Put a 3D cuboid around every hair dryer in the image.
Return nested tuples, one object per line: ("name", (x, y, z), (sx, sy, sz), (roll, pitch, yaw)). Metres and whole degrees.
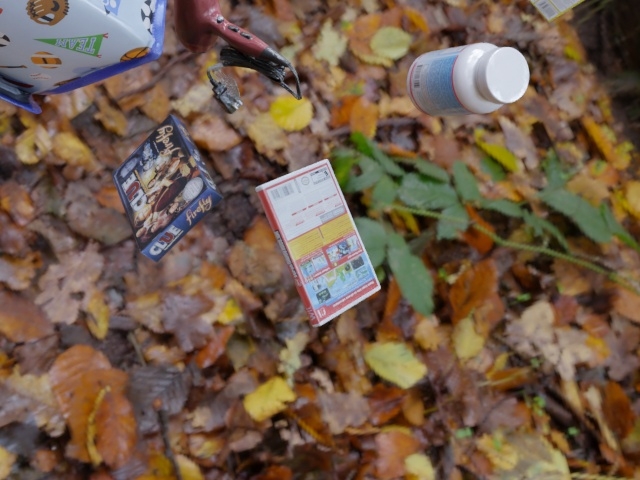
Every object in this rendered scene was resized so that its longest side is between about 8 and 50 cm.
("hair dryer", (-0.150, -0.354, 1.539), (0.294, 0.223, 0.080), (56, 51, -25))

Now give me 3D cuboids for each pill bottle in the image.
("pill bottle", (0.185, -0.202, 1.160), (0.087, 0.160, 0.087), (-3, 96, -27))

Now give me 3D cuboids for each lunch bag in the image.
("lunch bag", (-0.441, -0.328, 1.205), (0.327, 0.385, 0.239), (25, 64, -49))

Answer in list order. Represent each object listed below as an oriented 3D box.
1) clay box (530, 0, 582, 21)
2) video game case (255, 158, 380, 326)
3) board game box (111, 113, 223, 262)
("clay box", (0.328, -0.368, 1.086), (0.127, 0.222, 0.053), (34, 39, -36))
("video game case", (0.000, 0.000, 1.787), (0.204, 0.025, 0.285), (-27, 95, -47))
("board game box", (-0.275, -0.096, 1.621), (0.042, 0.165, 0.243), (36, 14, -42))
